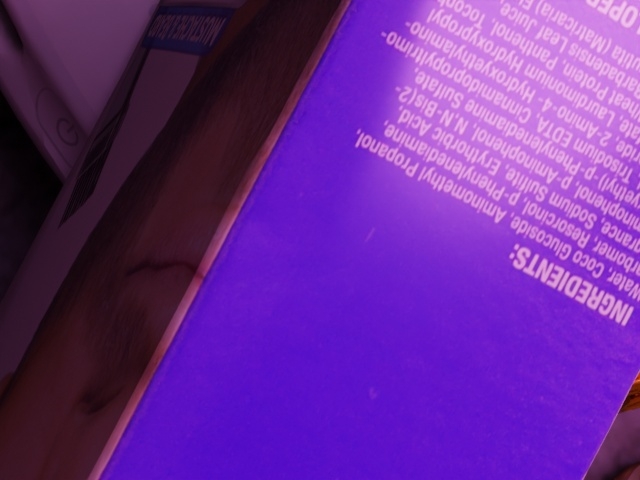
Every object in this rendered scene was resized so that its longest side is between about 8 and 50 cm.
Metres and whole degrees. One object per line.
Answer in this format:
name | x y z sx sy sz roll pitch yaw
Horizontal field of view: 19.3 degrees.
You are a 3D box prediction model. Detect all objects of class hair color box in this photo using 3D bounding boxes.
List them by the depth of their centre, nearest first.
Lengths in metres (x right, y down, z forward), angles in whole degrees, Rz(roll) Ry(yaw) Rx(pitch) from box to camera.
hair color box | 0.000 0.000 0.475 0.110 0.185 0.338 26 90 -18

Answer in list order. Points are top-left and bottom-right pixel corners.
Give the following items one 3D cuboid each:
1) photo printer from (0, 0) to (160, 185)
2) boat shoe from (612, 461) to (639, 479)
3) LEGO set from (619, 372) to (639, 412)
photo printer | 0.003 -0.140 0.672 0.308 0.107 0.256 -12 77 -35
boat shoe | 0.247 0.154 0.703 0.302 0.098 0.109 28 58 -19
LEGO set | 0.138 0.018 0.685 0.227 0.093 0.087 -11 76 -4
